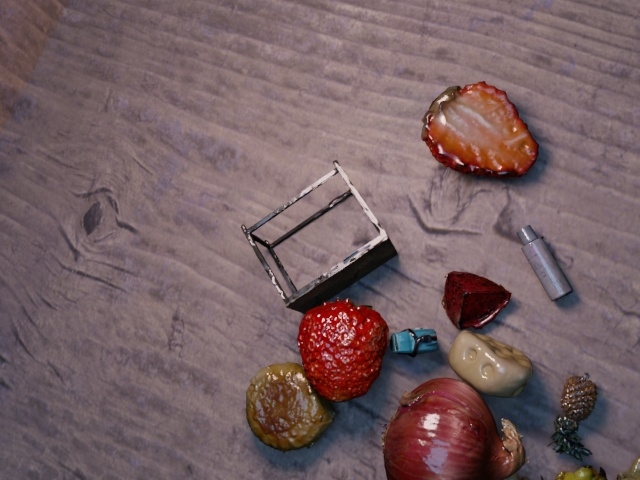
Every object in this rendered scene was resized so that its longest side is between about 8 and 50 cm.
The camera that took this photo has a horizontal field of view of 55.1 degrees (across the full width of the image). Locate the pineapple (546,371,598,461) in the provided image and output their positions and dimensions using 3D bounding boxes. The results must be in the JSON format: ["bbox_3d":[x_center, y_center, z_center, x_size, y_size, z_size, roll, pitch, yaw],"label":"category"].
[{"bbox_3d":[0.655,0.444,1.561,0.103,0.083,0.221,15,84,18],"label":"pineapple"}]

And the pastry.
[{"bbox_3d":[-0.091,0.470,1.736,0.235,0.121,0.257,-33,74,10],"label":"pastry"}]

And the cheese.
[{"bbox_3d":[0.446,0.323,1.592,0.218,0.235,0.117,20,102,-20],"label":"cheese"}]

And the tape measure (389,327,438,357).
[{"bbox_3d":[0.257,0.280,1.678,0.125,0.146,0.081,-6,78,-4],"label":"tape measure"}]

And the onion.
[{"bbox_3d":[0.292,0.510,1.514,0.353,0.353,0.354,-3,77,14],"label":"onion"}]

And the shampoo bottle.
[{"bbox_3d":[0.606,0.059,1.670,0.072,0.072,0.214,-27,72,7],"label":"shampoo bottle"}]

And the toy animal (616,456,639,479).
[{"bbox_3d":[0.792,0.651,1.484,0.101,0.103,0.219,-33,73,26],"label":"toy animal"}]

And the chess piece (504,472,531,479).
[{"bbox_3d":[0.500,0.629,1.558,0.170,0.094,0.094,34,88,16],"label":"chess piece"}]

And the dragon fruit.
[{"bbox_3d":[0.427,0.162,1.696,0.161,0.121,0.127,-1,33,-10],"label":"dragon fruit"}]

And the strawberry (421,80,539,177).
[{"bbox_3d":[0.452,-0.291,1.759,0.336,0.149,0.265,36,82,9],"label":"strawberry"}]

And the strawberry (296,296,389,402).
[{"bbox_3d":[0.061,0.301,1.662,0.257,0.257,0.277,-7,62,13],"label":"strawberry"}]

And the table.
[{"bbox_3d":[0.000,0.000,1.763,0.335,0.222,0.272,-34,71,5],"label":"table"}]

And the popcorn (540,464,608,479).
[{"bbox_3d":[0.637,0.649,1.480,0.173,0.168,0.195,-41,53,42],"label":"popcorn"}]
